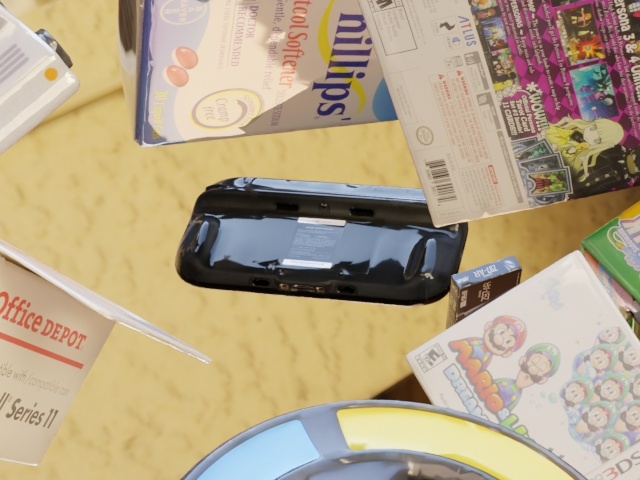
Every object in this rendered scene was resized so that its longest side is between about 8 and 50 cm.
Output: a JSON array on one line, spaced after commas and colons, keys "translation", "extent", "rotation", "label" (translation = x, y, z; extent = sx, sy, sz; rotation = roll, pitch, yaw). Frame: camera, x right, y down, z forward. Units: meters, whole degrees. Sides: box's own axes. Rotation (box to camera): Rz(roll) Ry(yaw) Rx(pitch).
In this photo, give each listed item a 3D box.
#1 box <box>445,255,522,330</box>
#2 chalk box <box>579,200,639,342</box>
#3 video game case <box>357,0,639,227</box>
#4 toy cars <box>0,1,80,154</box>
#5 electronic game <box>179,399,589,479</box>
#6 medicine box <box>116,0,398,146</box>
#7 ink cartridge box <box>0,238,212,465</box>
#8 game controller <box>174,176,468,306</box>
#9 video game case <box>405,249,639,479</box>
[{"translation": [0.154, 0.055, 1.505], "extent": [0.083, 0.067, 0.018], "rotation": [92, -25, -49], "label": "box"}, {"translation": [0.290, 0.044, 1.268], "extent": [0.132, 0.213, 0.132], "rotation": [50, -16, 29], "label": "chalk box"}, {"translation": [0.157, -0.130, 1.218], "extent": [0.210, 0.041, 0.232], "rotation": [-12, -57, 16], "label": "video game case"}, {"translation": [-0.248, -0.216, 1.178], "extent": [0.177, 0.393, 0.087], "rotation": [-14, -45, 20], "label": "toy cars"}, {"translation": [0.034, 0.156, 0.671], "extent": [0.229, 0.229, 0.048], "rotation": [41, -38, 31], "label": "electronic game"}, {"translation": [-0.047, -0.233, 1.551], "extent": [0.263, 0.289, 0.149], "rotation": [104, -24, -60], "label": "medicine box"}, {"translation": [-0.260, 0.028, 0.936], "extent": [0.354, 0.119, 0.207], "rotation": [26, -5, 18], "label": "ink cartridge box"}, {"translation": [0.000, 0.000, 1.762], "extent": [0.319, 0.166, 0.067], "rotation": [4, -38, 15], "label": "game controller"}, {"translation": [0.157, 0.108, 1.082], "extent": [0.157, 0.143, 0.019], "rotation": [59, 4, 19], "label": "video game case"}]
